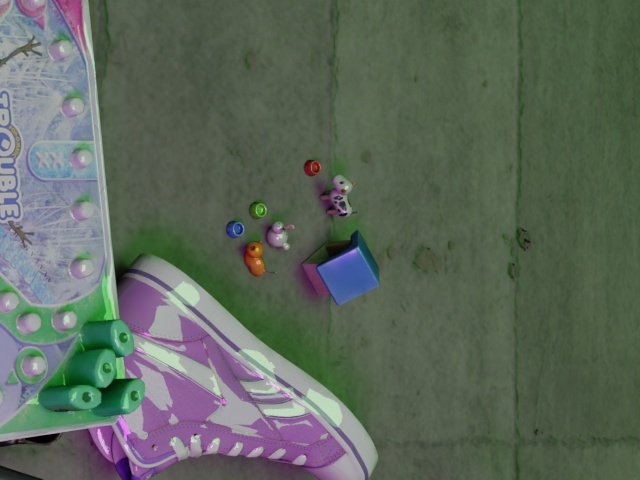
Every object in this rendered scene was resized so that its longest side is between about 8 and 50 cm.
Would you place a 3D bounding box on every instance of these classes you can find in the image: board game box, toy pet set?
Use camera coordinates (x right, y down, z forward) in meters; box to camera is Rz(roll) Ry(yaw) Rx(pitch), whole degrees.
[{"bbox_3d":[-0.292,-0.054,1.019,0.390,0.050,0.390,-3,86,-43],"label":"board game box"},{"bbox_3d":[0.000,0.000,1.400,0.122,0.065,0.114,-42,112,-33],"label":"toy pet set"}]

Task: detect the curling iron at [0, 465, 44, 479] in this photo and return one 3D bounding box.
[{"bbox_3d":[-0.300,0.131,1.090,0.274,0.035,0.068,27,63,-22],"label":"curling iron"}]

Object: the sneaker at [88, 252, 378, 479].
[{"bbox_3d":[-0.089,0.157,1.301,0.282,0.102,0.161,39,66,-19],"label":"sneaker"}]

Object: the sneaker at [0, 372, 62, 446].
[{"bbox_3d":[-0.284,0.076,1.125,0.222,0.118,0.083,37,64,-31],"label":"sneaker"}]
